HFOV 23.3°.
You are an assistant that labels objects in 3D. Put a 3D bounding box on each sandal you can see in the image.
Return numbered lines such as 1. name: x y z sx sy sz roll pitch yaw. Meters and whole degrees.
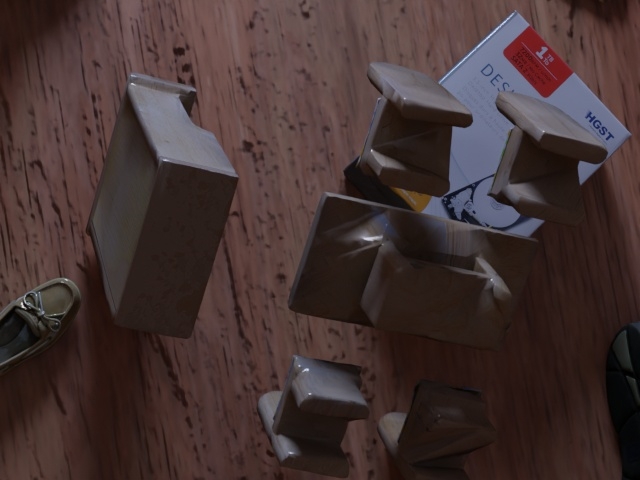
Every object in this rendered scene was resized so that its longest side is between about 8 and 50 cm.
1. sandal: 0.360 0.230 1.571 0.086 0.120 0.302 1 79 -25

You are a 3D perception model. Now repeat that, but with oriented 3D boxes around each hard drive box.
1. hard drive box: 0.171 -0.090 1.601 0.181 0.089 0.232 46 75 -1

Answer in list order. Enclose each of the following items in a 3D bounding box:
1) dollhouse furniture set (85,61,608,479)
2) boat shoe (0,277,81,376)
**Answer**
1. dollhouse furniture set: 0.000 0.000 1.466 0.394 0.256 0.362 12 108 -18
2. boat shoe: -0.295 0.091 1.497 0.153 0.048 0.056 -36 88 -15
